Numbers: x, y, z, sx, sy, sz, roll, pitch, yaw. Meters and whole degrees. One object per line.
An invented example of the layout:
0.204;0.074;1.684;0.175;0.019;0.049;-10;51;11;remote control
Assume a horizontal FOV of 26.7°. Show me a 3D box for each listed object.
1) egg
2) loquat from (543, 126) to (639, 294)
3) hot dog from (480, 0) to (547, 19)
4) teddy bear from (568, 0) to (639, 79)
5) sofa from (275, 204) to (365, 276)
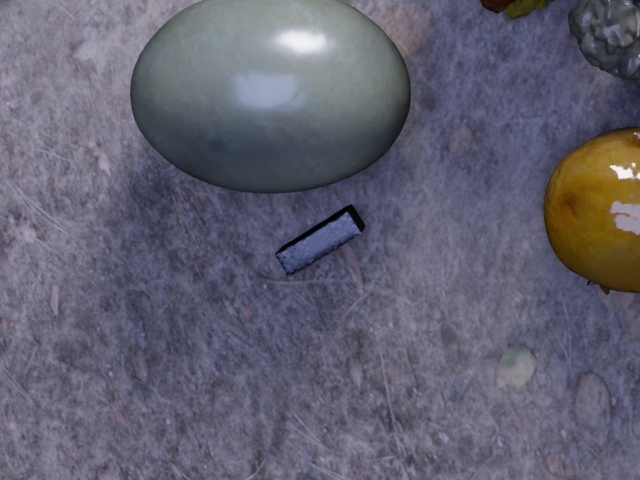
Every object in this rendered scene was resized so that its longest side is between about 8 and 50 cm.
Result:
-0.063;-0.185;1.685;0.352;0.258;0.258;6;98;8;egg
0.379;-0.034;1.655;0.208;0.208;0.208;1;97;10;loquat
0.276;-0.368;1.666;0.146;0.103;0.213;30;111;-33;hot dog
0.530;-0.269;1.570;0.357;0.224;0.367;44;110;8;teddy bear
0.000;0.000;1.796;0.118;0.060;0.039;-31;97;12;sofa
